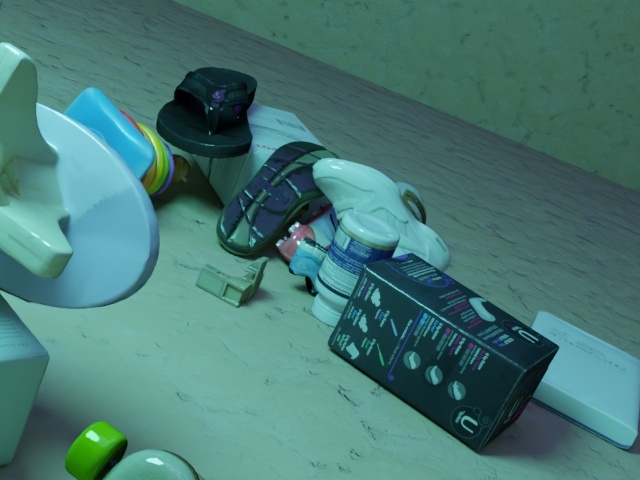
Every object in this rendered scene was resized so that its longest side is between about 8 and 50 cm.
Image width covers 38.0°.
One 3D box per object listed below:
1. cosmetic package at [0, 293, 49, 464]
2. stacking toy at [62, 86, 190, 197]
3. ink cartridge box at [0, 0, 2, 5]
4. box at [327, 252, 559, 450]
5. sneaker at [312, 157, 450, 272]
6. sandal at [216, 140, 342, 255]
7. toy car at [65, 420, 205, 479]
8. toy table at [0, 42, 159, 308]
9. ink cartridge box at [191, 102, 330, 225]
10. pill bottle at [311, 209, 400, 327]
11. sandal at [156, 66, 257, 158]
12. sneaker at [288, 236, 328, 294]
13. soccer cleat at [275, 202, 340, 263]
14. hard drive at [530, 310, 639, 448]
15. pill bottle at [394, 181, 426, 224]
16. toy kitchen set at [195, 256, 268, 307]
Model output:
[{"bbox_3d":[-0.411,0.101,0.845,0.224,0.138,0.225,1,29,-47],"label":"cosmetic package"},{"bbox_3d":[-0.306,-0.129,1.547,0.175,0.165,0.302,46,15,14],"label":"stacking toy"},{"bbox_3d":[-0.573,-0.278,1.301,0.207,0.353,0.119,17,22,-18],"label":"ink cartridge box"},{"bbox_3d":[0.176,0.151,1.339,0.270,0.143,0.165,33,22,24],"label":"box"},{"bbox_3d":[0.092,-0.013,1.568,0.305,0.152,0.114,44,-28,-16],"label":"sneaker"},{"bbox_3d":[-0.075,-0.074,1.614,0.120,0.086,0.303,42,56,11],"label":"sandal"},{"bbox_3d":[-0.146,0.256,0.823,0.155,0.149,0.188,33,-7,14],"label":"toy car"},{"bbox_3d":[-0.291,-0.044,0.831,0.274,0.252,0.161,21,3,13],"label":"toy table"},{"bbox_3d":[-0.112,-0.162,1.827,0.223,0.129,0.307,11,23,-30],"label":"ink cartridge box"},{"bbox_3d":[0.048,0.047,1.425,0.094,0.169,0.094,20,21,-8],"label":"pill bottle"},{"bbox_3d":[-0.198,-0.264,1.687,0.168,0.107,0.445,9,26,-6],"label":"sandal"},{"bbox_3d":[0.008,0.058,1.511,0.162,0.073,0.063,35,7,-34],"label":"sneaker"},{"bbox_3d":[0.000,0.000,1.642,0.095,0.083,0.248,46,22,3],"label":"soccer cleat"},{"bbox_3d":[0.442,0.226,1.588,0.210,0.040,0.319,28,21,13],"label":"hard drive"},{"bbox_3d":[0.135,-0.038,1.784,0.131,0.131,0.229,25,20,5],"label":"pill bottle"},{"bbox_3d":[-0.127,0.044,1.391,0.075,0.068,0.083,27,20,10],"label":"toy kitchen set"}]
